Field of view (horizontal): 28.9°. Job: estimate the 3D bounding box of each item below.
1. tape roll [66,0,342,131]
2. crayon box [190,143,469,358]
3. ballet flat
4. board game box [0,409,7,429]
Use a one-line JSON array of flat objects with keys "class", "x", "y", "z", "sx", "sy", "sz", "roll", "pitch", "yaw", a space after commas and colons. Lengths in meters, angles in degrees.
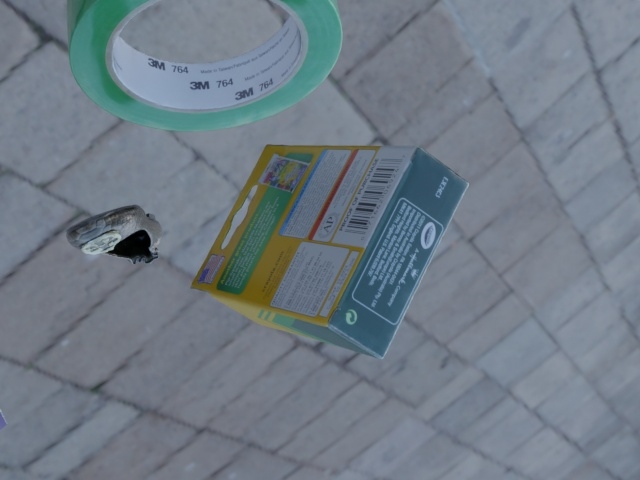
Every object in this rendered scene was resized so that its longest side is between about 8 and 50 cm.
[{"class": "tape roll", "x": -0.137, "y": -0.250, "z": 1.469, "sx": 0.321, "sy": 0.077, "sz": 0.321, "roll": -7, "pitch": 151, "yaw": -4}, {"class": "crayon box", "x": 0.000, "y": 0.000, "z": 1.351, "sx": 0.083, "sy": 0.323, "sz": 0.203, "roll": 33, "pitch": 78, "yaw": -29}, {"class": "ballet flat", "x": -0.232, "y": -0.001, "z": 1.455, "sx": 0.084, "sy": 0.058, "sz": 0.250, "roll": -18, "pitch": 177, "yaw": 3}, {"class": "board game box", "x": -0.412, "y": 0.037, "z": 0.995, "sx": 0.056, "sy": 0.346, "sz": 0.208, "roll": -49, "pitch": 141, "yaw": -30}]
